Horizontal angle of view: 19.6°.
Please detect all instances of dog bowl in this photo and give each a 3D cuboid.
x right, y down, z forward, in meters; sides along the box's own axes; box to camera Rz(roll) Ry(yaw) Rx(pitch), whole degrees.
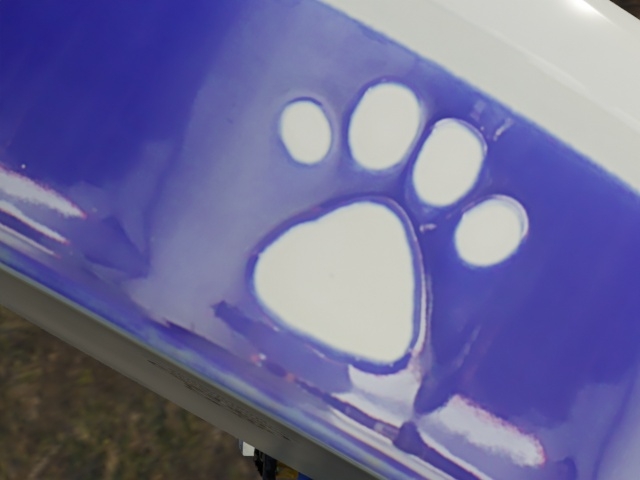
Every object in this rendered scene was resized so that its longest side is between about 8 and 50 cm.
[{"bbox_3d":[0.000,0.000,0.476,0.265,0.265,0.104,27,81,19],"label":"dog bowl"}]

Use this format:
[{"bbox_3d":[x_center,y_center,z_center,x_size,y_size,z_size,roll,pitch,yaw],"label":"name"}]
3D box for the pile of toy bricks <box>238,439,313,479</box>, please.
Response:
[{"bbox_3d":[0.026,0.122,0.681,0.105,0.212,0.118,4,96,-8],"label":"pile of toy bricks"}]
